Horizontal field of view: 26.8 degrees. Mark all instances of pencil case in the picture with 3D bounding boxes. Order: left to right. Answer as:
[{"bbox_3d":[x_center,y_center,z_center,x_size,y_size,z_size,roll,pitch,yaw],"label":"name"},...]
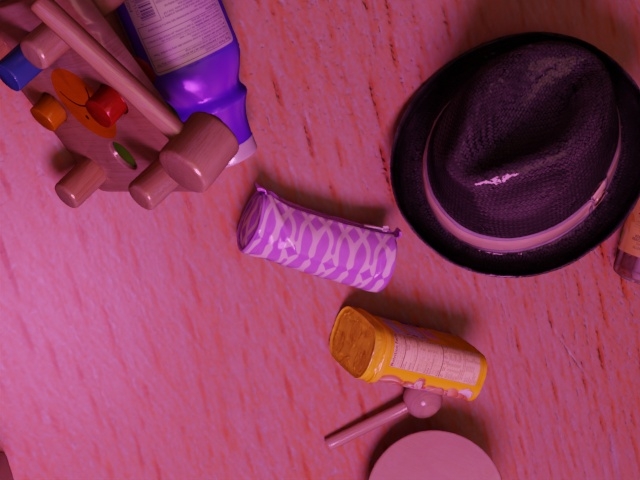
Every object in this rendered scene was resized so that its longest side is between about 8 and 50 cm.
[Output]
[{"bbox_3d":[0.000,0.000,1.648,0.206,0.086,0.088,15,112,-23],"label":"pencil case"}]

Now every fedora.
[{"bbox_3d":[0.239,-0.126,1.587,0.334,0.152,0.334,-2,70,5],"label":"fedora"}]

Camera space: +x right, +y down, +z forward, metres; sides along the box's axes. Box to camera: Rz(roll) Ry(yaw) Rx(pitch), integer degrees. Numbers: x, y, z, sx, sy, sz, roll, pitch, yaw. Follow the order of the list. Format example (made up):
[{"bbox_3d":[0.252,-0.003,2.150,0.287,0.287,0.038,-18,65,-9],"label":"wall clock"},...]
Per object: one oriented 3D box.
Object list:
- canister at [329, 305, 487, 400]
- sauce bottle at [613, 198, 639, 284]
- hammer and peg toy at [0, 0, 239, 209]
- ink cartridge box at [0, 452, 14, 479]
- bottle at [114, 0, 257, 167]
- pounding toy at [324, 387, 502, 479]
[{"bbox_3d":[0.113,0.146,1.710,0.169,0.126,0.073,15,99,-25],"label":"canister"},{"bbox_3d":[0.486,-0.105,1.783,0.111,0.111,0.344,12,99,-22],"label":"sauce bottle"},{"bbox_3d":[-0.218,-0.159,1.386,0.127,0.361,0.266,-47,115,-25],"label":"hammer and peg toy"},{"bbox_3d":[-0.479,0.307,1.467,0.296,0.261,0.066,5,104,-21],"label":"ink cartridge box"},{"bbox_3d":[-0.153,-0.219,1.529,0.118,0.092,0.283,-27,112,-10],"label":"bottle"},{"bbox_3d":[0.139,0.318,1.796,0.183,0.110,0.237,-33,84,3],"label":"pounding toy"}]
